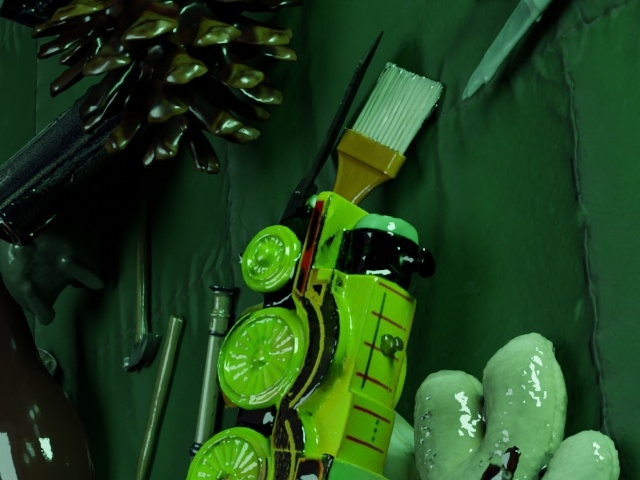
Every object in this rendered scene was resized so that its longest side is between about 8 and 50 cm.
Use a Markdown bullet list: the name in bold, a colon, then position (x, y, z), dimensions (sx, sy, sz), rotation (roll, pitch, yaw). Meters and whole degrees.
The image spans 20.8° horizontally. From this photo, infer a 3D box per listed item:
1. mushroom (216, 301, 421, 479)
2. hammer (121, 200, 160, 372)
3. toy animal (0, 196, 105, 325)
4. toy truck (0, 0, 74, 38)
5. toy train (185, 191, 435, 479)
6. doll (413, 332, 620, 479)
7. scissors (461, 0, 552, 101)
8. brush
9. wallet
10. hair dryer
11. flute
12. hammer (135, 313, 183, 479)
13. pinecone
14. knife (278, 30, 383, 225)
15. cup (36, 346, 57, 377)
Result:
- **mushroom**: position (0.009, 0.149, 1.395), dimensions (0.312, 0.081, 0.100), rotation (41, 119, 52)
- **hammer**: position (-0.187, 0.044, 1.827), dimensions (0.062, 0.017, 0.182), rotation (-29, 57, 54)
- **toy animal**: position (-0.307, -0.019, 1.960), dimensions (0.108, 0.138, 0.236), rotation (-27, 41, 10)
- **toy truck**: position (-0.284, -0.337, 1.998), dimensions (0.268, 0.124, 0.155), rotation (-18, 60, 56)
- **toy train**: position (0.000, 0.106, 1.290), dimensions (0.160, 0.100, 0.296), rotation (-2, 68, 40)
- **doll**: position (0.104, 0.195, 1.159), dimensions (0.175, 0.149, 0.278), rotation (112, 161, -53)
- **scissors**: position (0.202, -0.231, 1.204), dimensions (0.383, 0.029, 0.256), rotation (-43, 47, 45)
- **brush**: position (0.000, 0.000, 1.419), dimensions (0.314, 0.017, 0.090), rotation (-61, 32, 1)
- **wallet**: position (-0.277, -0.085, 1.857), dimensions (0.221, 0.071, 0.262), rotation (-45, 21, -14)
- **hair dryer**: position (-0.394, 0.244, 1.957), dimensions (0.340, 0.123, 0.313), rotation (-43, 59, 34)
- **flute**: position (-0.106, 0.158, 1.644), dimensions (0.027, 0.027, 0.233), rotation (2, 84, 60)
- **hammer**: position (-0.164, 0.172, 1.755), dimensions (0.062, 0.013, 0.199), rotation (28, 107, 59)
- **pinecone**: position (-0.136, -0.184, 1.581), dimensions (0.264, 0.264, 0.264), rotation (-24, 62, 56)
- **knife**: position (0.005, -0.075, 1.490), dimensions (0.072, 0.019, 0.245), rotation (-56, -6, -51)
- **cup**: position (-0.342, 0.185, 2.017), dimensions (0.102, 0.074, 0.099), rotation (30, 114, 27)
